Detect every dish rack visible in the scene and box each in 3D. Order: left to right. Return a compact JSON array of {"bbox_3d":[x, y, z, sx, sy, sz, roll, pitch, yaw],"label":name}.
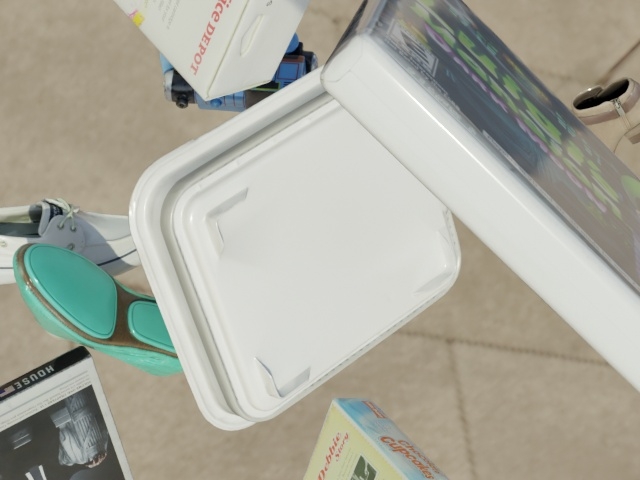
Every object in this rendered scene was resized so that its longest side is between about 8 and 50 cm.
[{"bbox_3d":[0.000,0.000,1.474,0.333,0.072,0.285,-34,119,-30],"label":"dish rack"}]

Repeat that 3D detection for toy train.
[{"bbox_3d":[-0.097,-0.190,1.784,0.184,0.080,0.105,5,54,5],"label":"toy train"}]

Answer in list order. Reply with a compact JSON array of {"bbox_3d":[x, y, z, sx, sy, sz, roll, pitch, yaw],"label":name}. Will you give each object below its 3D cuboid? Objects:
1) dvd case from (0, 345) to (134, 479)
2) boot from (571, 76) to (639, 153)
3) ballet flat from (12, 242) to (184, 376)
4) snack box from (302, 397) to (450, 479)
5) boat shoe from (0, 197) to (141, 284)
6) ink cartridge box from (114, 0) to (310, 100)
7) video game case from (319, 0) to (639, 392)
[{"bbox_3d":[-0.271,0.233,1.504,0.179,0.239,0.029,-28,38,-20],"label":"dvd case"},{"bbox_3d":[0.238,-0.098,1.376,0.087,0.118,0.042,42,20,-52],"label":"boot"},{"bbox_3d":[-0.212,0.077,1.508,0.247,0.087,0.083,27,50,-39],"label":"ballet flat"},{"bbox_3d":[0.028,0.358,1.737,0.060,0.322,0.187,7,22,-34],"label":"snack box"},{"bbox_3d":[-0.273,-0.004,1.590,0.226,0.076,0.083,-10,37,-21],"label":"boat shoe"},{"bbox_3d":[-0.111,-0.253,1.396,0.093,0.154,0.212,-20,60,-41],"label":"ink cartridge box"},{"bbox_3d":[0.083,-0.010,0.502,0.190,0.022,0.173,43,17,-7],"label":"video game case"}]
